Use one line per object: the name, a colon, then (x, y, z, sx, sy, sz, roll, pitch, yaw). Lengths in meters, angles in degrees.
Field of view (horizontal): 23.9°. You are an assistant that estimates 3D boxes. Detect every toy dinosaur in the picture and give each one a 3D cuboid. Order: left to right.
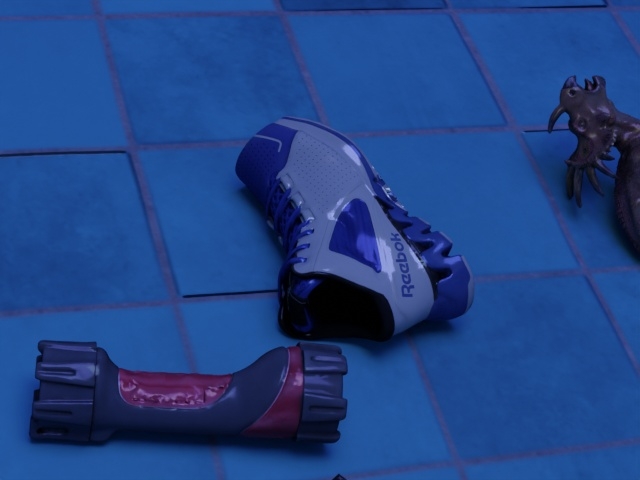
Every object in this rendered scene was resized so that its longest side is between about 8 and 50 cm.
toy dinosaur: (0.395, -0.055, 1.824, 0.200, 0.127, 0.295, -11, 61, -14)

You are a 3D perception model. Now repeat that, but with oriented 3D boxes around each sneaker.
sneaker: (0.001, 0.001, 1.653, 0.315, 0.127, 0.182, 41, 48, 23)

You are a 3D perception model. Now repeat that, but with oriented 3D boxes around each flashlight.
flashlight: (-0.129, 0.143, 1.495, 0.304, 0.103, 0.103, 6, 46, -10)

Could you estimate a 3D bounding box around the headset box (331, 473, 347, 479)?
headset box: (0.013, 0.273, 1.451, 0.062, 0.032, 0.083, 35, 49, 20)
